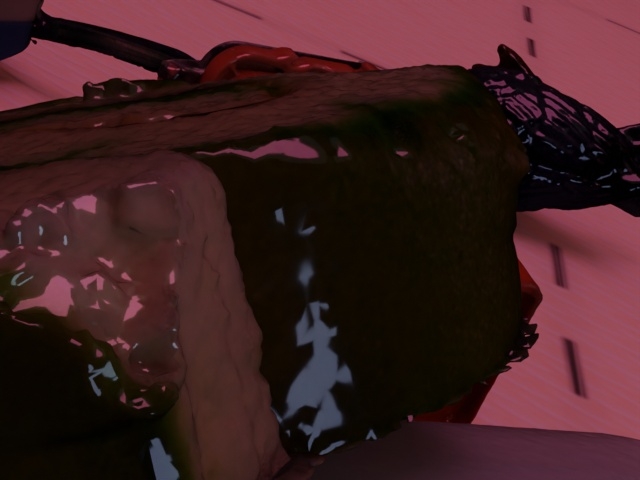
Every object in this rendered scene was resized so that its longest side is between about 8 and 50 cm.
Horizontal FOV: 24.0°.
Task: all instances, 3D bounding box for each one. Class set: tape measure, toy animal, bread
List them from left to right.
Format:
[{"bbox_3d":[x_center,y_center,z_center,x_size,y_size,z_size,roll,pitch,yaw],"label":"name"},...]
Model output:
[{"bbox_3d":[-0.267,-0.166,1.069,0.351,0.098,0.215,30,21,23],"label":"tape measure"},{"bbox_3d":[-0.088,0.009,0.622,0.366,0.129,0.382,-10,13,-7],"label":"bread"},{"bbox_3d":[0.157,-0.091,1.288,0.298,0.122,0.185,22,17,14],"label":"toy animal"}]

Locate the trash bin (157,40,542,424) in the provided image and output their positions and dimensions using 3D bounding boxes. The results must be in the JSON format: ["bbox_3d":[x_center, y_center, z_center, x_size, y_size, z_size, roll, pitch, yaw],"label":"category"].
[{"bbox_3d":[0.000,0.000,0.891,0.184,0.161,0.239,7,31,-35],"label":"trash bin"}]

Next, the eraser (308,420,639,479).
[{"bbox_3d":[0.074,0.144,0.693,0.290,0.104,0.189,8,10,-34],"label":"eraser"}]
